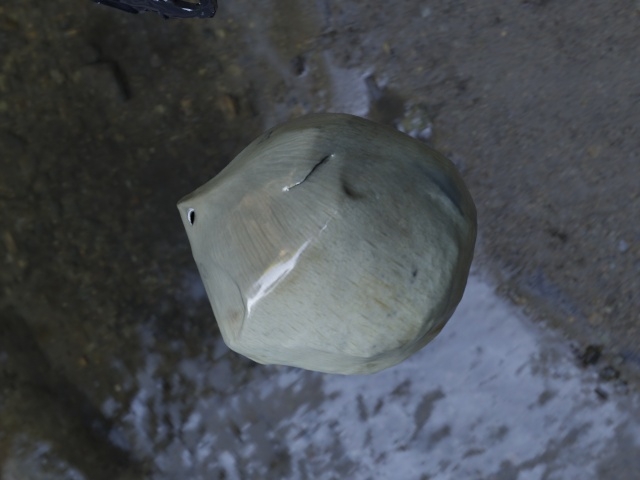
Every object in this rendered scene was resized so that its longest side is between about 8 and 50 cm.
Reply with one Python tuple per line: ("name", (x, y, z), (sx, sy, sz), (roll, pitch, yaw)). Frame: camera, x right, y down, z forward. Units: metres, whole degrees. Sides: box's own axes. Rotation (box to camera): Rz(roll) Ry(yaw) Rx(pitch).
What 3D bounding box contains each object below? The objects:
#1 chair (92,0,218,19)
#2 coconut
("chair", (-0.076, -0.188, 0.510), (0.084, 0.101, 0.212), (12, 159, 9))
("coconut", (0.000, 0.000, 0.942), (0.224, 0.224, 0.224), (11, 113, 28))
